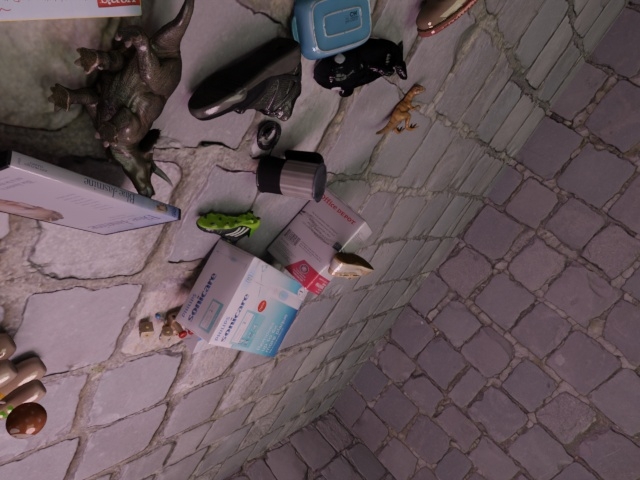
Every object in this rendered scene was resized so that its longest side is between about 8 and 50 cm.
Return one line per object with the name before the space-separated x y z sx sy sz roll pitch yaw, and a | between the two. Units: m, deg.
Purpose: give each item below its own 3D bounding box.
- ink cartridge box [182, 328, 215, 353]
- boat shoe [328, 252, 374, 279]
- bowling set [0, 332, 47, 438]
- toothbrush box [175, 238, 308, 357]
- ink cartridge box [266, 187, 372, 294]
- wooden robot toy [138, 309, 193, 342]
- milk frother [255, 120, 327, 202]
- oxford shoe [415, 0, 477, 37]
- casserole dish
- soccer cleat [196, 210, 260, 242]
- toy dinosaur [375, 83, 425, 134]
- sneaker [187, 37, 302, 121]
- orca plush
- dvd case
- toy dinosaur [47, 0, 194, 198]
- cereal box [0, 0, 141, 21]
ink cartridge box | -0.280 0.236 1.159 0.181 0.061 0.104 -6 131 -54
boat shoe | 0.077 0.072 1.091 0.170 0.063 0.059 14 117 -50
bowling set | -0.547 0.249 0.652 0.154 0.200 0.287 -33 146 -24
toothbrush box | -0.181 0.156 1.051 0.217 0.126 0.295 -62 149 -9
ink cartridge box | 0.000 0.000 1.136 0.237 0.172 0.100 -48 153 0
wooden robot toy | -0.359 0.218 1.020 0.173 0.076 0.079 -15 150 -46
milk frother | -0.061 -0.164 0.870 0.143 0.134 0.129 64 40 -64
oxford shoe | 0.310 -0.610 0.890 0.130 0.123 0.348 30 104 -36
casserole dish | 0.031 -0.402 0.763 0.188 0.037 0.114 -31 129 -28
soccer cleat | -0.205 -0.025 0.930 0.178 0.060 0.072 -8 134 -56
toy dinosaur | 0.213 -0.337 1.147 0.212 0.064 0.112 -53 136 -10
sneaker | -0.118 -0.247 0.732 0.227 0.087 0.130 -42 147 -24
orca plush | 0.120 -0.365 0.905 0.287 0.102 0.151 -15 139 -47
dvd case | -0.354 -0.052 0.585 0.180 0.022 0.253 -9 166 25
toy dinosaur | -0.255 -0.212 0.573 0.160 0.120 0.314 -68 -179 -76
cereal box | -0.277 -0.350 0.406 0.172 0.047 0.240 -26 146 -37
